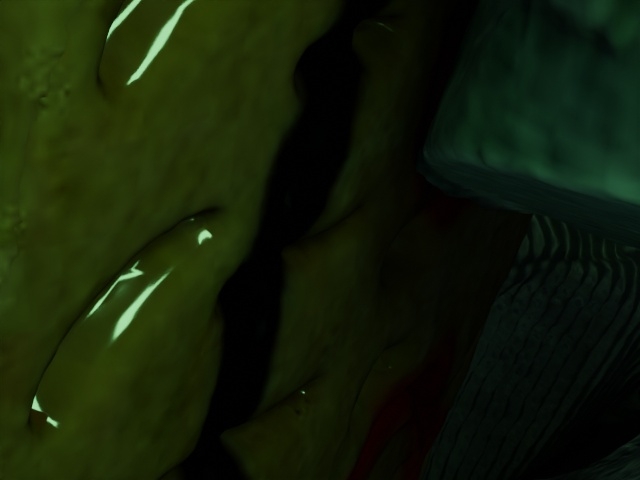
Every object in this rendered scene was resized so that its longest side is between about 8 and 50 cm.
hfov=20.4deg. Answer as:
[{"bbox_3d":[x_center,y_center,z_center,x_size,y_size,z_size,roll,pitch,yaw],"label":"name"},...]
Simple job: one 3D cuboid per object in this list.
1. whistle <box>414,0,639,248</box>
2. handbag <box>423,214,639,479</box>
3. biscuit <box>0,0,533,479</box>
[{"bbox_3d":[0.144,-0.059,0.449,0.405,0.188,0.168,21,-91,-79],"label":"whistle"},{"bbox_3d":[0.045,0.003,0.843,0.240,0.247,0.341,-11,-16,-27],"label":"handbag"},{"bbox_3d":[0.001,0.001,0.475,0.314,0.063,0.367,-30,-41,-52],"label":"biscuit"}]
